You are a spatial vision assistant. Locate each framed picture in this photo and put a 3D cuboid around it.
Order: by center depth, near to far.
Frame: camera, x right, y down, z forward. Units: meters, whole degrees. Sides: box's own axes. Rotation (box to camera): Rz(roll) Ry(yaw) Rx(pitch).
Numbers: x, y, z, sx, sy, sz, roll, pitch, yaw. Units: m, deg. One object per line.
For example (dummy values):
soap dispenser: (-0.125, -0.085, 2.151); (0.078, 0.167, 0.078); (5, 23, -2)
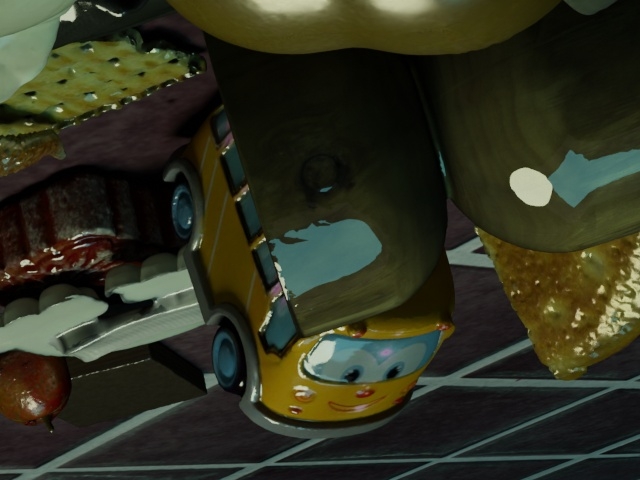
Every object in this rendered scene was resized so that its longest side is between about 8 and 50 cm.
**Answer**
framed picture: (-0.184, 0.127, 1.593); (0.128, 0.023, 0.168); (-15, 162, 9)

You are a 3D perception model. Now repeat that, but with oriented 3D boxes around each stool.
stool: (0.089, -0.074, 0.910); (0.264, 0.179, 0.179); (-18, 162, -1)

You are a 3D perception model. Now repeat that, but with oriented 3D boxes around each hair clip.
hair clip: (-0.107, 0.047, 1.194); (0.220, 0.054, 0.140); (-17, 165, 15)

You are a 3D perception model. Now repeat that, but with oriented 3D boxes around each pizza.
pizza: (0.147, -0.048, 1.102); (0.058, 0.197, 0.292); (-29, 132, -41)

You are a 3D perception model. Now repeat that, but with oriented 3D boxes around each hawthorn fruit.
hawthorn fruit: (-0.230, 0.107, 1.426); (0.077, 0.077, 0.077); (-12, 162, -4)

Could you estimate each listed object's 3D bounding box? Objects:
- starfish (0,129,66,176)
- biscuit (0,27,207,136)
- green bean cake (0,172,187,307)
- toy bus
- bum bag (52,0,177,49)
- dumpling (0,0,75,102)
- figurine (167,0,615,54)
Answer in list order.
starfish: (-0.263, -0.045, 0.927); (0.295, 0.048, 0.231); (-14, 157, -21)
biscuit: (-0.182, -0.079, 0.994); (0.203, 0.016, 0.144); (-20, 161, 22)
green bean cake: (-0.159, 0.007, 1.206); (0.135, 0.056, 0.136); (-26, 157, 32)
toy bus: (0.000, 0.000, 1.066); (0.126, 0.209, 0.136); (-2, 149, -30)
bum bag: (-0.153, -0.122, 0.790); (0.326, 0.079, 0.142); (-7, 164, -23)
dumpling: (-0.147, -0.142, 0.650); (0.151, 0.124, 0.229); (-6, 123, -30)
figurine: (0.059, -0.160, 0.682); (0.285, 0.167, 0.342); (-23, 157, 23)
